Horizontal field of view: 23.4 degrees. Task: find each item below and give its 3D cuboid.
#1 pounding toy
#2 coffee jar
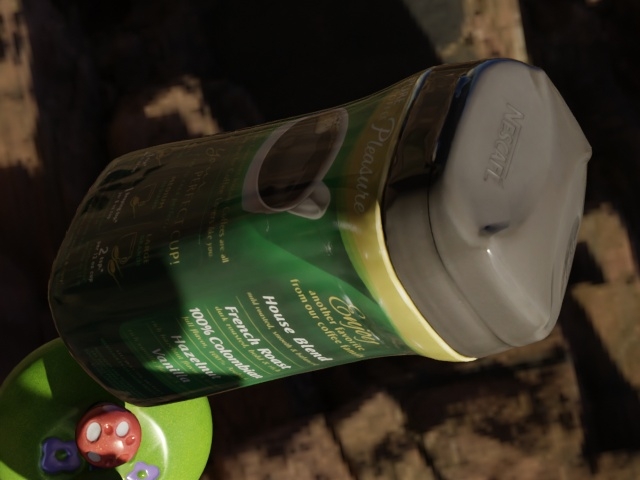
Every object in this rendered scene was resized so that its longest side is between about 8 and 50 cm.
[{"bbox_3d":[-0.197,0.186,1.229,0.183,0.237,0.110,62,1,-21],"label":"pounding toy"},{"bbox_3d":[0.000,0.000,0.532,0.079,0.184,0.096,51,44,-33],"label":"coffee jar"}]
